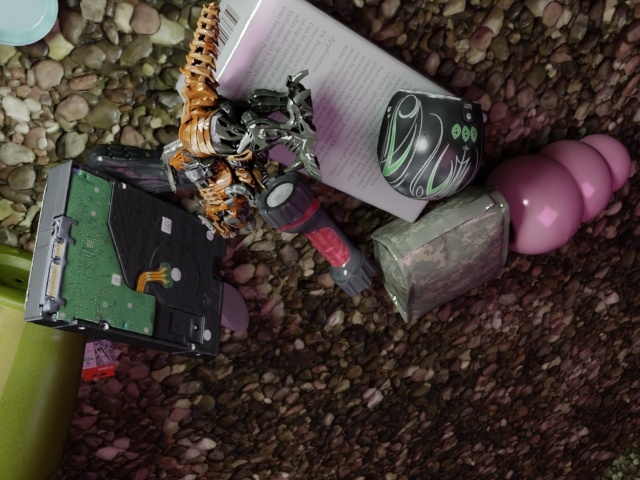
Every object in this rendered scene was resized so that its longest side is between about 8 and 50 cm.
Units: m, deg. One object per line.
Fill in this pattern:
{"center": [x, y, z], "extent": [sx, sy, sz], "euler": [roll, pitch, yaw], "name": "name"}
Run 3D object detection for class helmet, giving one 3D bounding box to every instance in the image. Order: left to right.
{"center": [0.166, -0.140, 1.006], "extent": [0.169, 0.169, 0.162], "euler": [4, 103, -26], "name": "helmet"}

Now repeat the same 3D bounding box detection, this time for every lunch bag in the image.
{"center": [0.230, 0.012, 1.280], "extent": [0.235, 0.169, 0.287], "euler": [-27, 157, -6], "name": "lunch bag"}

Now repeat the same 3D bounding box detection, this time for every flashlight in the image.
{"center": [0.000, 0.000, 1.259], "extent": [0.103, 0.103, 0.304], "euler": [-39, 128, 2], "name": "flashlight"}

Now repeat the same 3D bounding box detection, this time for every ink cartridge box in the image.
{"center": [-0.428, 0.230, 1.267], "extent": [0.062, 0.029, 0.115], "euler": [-8, 124, -20], "name": "ink cartridge box"}

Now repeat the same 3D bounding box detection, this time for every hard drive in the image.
{"center": [-0.286, 0.045, 1.042], "extent": [0.064, 0.237, 0.339], "euler": [-12, 157, 31], "name": "hard drive"}

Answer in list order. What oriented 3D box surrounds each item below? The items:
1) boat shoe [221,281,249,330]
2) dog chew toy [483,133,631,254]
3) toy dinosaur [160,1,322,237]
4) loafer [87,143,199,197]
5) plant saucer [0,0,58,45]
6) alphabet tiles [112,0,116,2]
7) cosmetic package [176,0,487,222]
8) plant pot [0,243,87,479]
{"center": [-0.219, 0.110, 1.261], "extent": [0.070, 0.078, 0.219], "euler": [-14, 140, 29], "name": "boat shoe"}
{"center": [0.494, -0.112, 1.355], "extent": [0.331, 0.206, 0.207], "euler": [-29, 129, -14], "name": "dog chew toy"}
{"center": [-0.114, -0.140, 0.889], "extent": [0.218, 0.164, 0.322], "euler": [-6, 148, 0], "name": "toy dinosaur"}
{"center": [-0.267, -0.107, 1.088], "extent": [0.223, 0.076, 0.078], "euler": [3, 125, -21], "name": "loafer"}
{"center": [-0.422, -0.328, 0.900], "extent": [0.119, 0.021, 0.119], "euler": [-11, 125, -16], "name": "plant saucer"}
{"center": [-0.224, -0.426, 0.860], "extent": [0.237, 0.009, 0.198], "euler": [-44, 161, 6], "name": "alphabet tiles"}
{"center": [0.026, -0.226, 1.080], "extent": [0.453, 0.161, 0.230], "euler": [22, 111, -33], "name": "cosmetic package"}
{"center": [-0.531, 0.202, 1.032], "extent": [0.366, 0.366, 0.353], "euler": [20, 99, -33], "name": "plant pot"}
